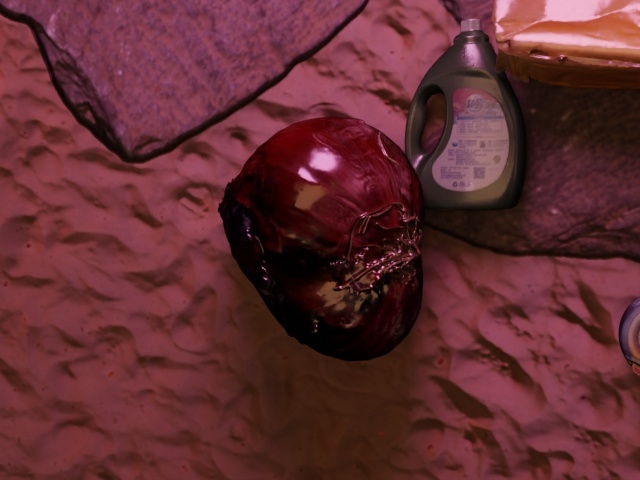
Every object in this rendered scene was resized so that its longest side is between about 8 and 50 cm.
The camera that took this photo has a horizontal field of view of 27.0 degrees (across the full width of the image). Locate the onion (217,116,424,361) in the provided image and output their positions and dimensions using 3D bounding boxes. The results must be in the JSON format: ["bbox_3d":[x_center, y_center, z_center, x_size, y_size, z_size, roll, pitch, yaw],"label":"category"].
[{"bbox_3d":[0.015,0.001,1.475,0.281,0.221,0.281,22,126,33],"label":"onion"}]

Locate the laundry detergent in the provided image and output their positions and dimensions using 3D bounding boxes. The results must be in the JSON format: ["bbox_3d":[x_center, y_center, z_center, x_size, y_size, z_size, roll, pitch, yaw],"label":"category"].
[{"bbox_3d":[0.159,-0.140,1.490,0.137,0.063,0.211,-1,98,22],"label":"laundry detergent"}]

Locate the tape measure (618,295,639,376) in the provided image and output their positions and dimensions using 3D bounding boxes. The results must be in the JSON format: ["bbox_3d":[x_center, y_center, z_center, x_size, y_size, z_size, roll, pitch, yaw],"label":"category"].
[{"bbox_3d":[0.367,0.125,1.419,0.107,0.180,0.104,13,117,12],"label":"tape measure"}]

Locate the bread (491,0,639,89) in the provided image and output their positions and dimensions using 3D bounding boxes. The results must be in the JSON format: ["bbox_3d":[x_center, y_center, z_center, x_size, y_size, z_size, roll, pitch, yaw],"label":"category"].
[{"bbox_3d":[0.304,-0.231,1.406,0.241,0.107,0.136,5,79,14],"label":"bread"}]
